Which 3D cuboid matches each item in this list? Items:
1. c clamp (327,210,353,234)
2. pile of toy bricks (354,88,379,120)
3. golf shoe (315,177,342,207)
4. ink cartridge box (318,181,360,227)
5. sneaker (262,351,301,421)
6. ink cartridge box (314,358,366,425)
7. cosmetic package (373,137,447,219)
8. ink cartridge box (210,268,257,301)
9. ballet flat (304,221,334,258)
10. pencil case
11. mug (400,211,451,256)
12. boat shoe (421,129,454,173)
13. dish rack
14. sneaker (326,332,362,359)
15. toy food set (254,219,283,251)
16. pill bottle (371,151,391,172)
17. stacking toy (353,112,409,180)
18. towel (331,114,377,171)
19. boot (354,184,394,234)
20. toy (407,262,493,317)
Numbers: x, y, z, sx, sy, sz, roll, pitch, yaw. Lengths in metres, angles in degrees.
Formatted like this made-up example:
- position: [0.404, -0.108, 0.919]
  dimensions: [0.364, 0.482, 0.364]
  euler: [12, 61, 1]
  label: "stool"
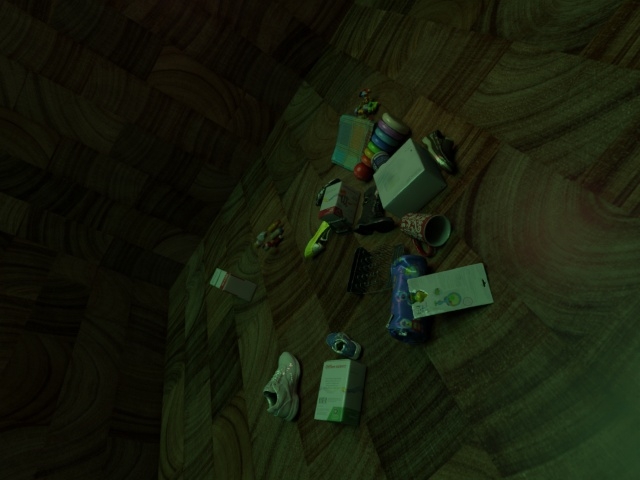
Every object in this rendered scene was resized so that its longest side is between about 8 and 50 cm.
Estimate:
- position: [0.087, -0.078, 2.045]
  dimensions: [0.161, 0.137, 0.022]
  euler: [-22, 31, 57]
  label: "c clamp"
- position: [0.260, -0.718, 2.332]
  dimensions: [0.105, 0.118, 0.212]
  euler: [7, 57, 22]
  label: "pile of toy bricks"
- position: [0.035, -0.270, 2.338]
  dimensions: [0.198, 0.077, 0.094]
  euler: [-46, 33, 26]
  label: "golf shoe"
- position: [0.091, -0.171, 2.110]
  dimensions: [0.127, 0.128, 0.176]
  euler: [-15, 55, 53]
  label: "ink cartridge box"
- position: [-0.166, 0.605, 1.874]
  dimensions: [0.114, 0.152, 0.305]
  euler: [-46, 32, 32]
  label: "sneaker"
- position: [0.074, 0.549, 1.589]
  dimensions: [0.154, 0.093, 0.212]
  euler: [-23, 50, 49]
  label: "ink cartridge box"
- position: [0.348, -0.240, 1.742]
  dimensions: [0.224, 0.138, 0.224]
  euler: [-45, 35, 30]
  label: "cosmetic package"
- position: [-0.542, 0.272, 2.708]
  dimensions: [0.273, 0.197, 0.114]
  euler: [6, 70, 59]
  label: "ink cartridge box"
- position: [0.000, 0.000, 2.185]
  dimensions: [0.077, 0.077, 0.231]
  euler: [36, 97, 44]
  label: "ballet flat"
- position: [0.295, 0.195, 1.481]
  dimensions: [0.119, 0.133, 0.306]
  euler: [100, 179, -60]
  label: "pencil case"
- position: [0.362, -0.032, 1.580]
  dimensions: [0.150, 0.113, 0.169]
  euler: [-62, 25, -1]
  label: "mug"
- position: [0.469, -0.358, 1.688]
  dimensions: [0.095, 0.095, 0.257]
  euler: [-43, 34, 22]
  label: "boat shoe"
- position: [0.220, 0.109, 1.717]
  dimensions: [0.271, 0.074, 0.208]
  euler: [-22, 50, 57]
  label: "dish rack"
- position: [0.078, 0.401, 1.715]
  dimensions: [0.211, 0.081, 0.080]
  euler: [3, 71, 61]
  label: "sneaker"
- position: [-0.296, -0.026, 2.624]
  dimensions: [0.104, 0.111, 0.232]
  euler: [-42, 4, 34]
  label: "toy food set"
- position: [0.290, -0.318, 1.941]
  dimensions: [0.094, 0.094, 0.169]
  euler: [-50, 31, 23]
  label: "pill bottle"
- position: [0.264, -0.423, 2.049]
  dimensions: [0.330, 0.141, 0.141]
  euler: [-54, 30, 27]
  label: "stacking toy"
- position: [0.166, -0.505, 2.273]
  dimensions: [0.370, 0.040, 0.271]
  euler: [-137, 56, -60]
  label: "towel"
- position: [0.241, -0.148, 1.887]
  dimensions: [0.263, 0.091, 0.228]
  euler: [-9, 60, 58]
  label: "boot"
- position: [0.401, 0.164, 1.367]
  dimensions: [0.237, 0.056, 0.136]
  euler: [-13, 56, 15]
  label: "toy"
